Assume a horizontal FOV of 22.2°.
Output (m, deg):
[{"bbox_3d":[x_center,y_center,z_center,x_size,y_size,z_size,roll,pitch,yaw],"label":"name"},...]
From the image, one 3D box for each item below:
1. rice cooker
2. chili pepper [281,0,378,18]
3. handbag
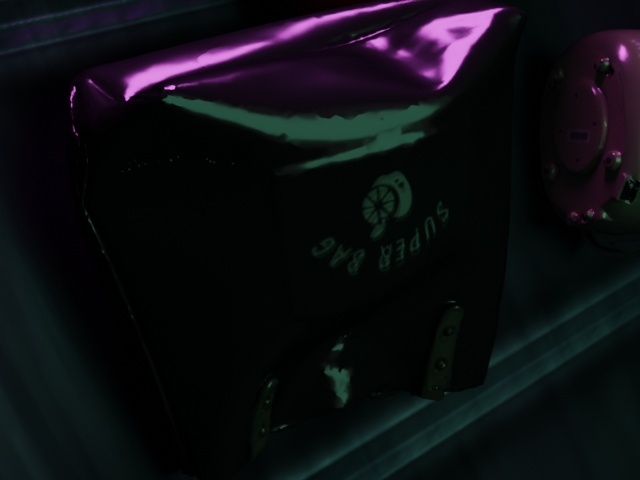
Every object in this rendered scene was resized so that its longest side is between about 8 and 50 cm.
[{"bbox_3d":[0.271,-0.090,1.470,0.127,0.145,0.206,10,79,-36],"label":"rice cooker"},{"bbox_3d":[0.026,-0.181,1.222,0.387,0.110,0.110,51,48,-36],"label":"chili pepper"},{"bbox_3d":[0.000,0.000,1.101,0.342,0.152,0.288,-17,111,-30],"label":"handbag"}]
